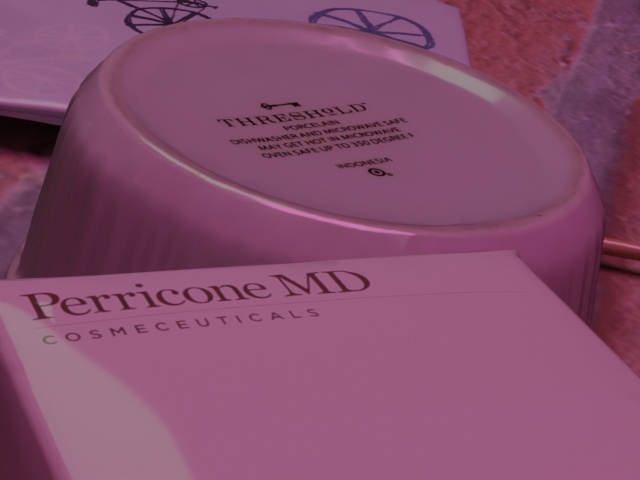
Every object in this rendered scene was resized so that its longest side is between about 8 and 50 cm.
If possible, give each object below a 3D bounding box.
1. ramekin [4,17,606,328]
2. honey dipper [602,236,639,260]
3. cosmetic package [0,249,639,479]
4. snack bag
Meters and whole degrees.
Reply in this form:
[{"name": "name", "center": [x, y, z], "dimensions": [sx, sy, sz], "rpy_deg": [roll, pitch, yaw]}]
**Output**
[{"name": "ramekin", "center": [0.000, 0.000, 0.679], "dimensions": [0.273, 0.127, 0.273], "rpy_deg": [10, 28, -6]}, {"name": "honey dipper", "center": [0.172, 0.007, 0.855], "dimensions": [0.161, 0.030, 0.030], "rpy_deg": [9, 27, 1]}, {"name": "cosmetic package", "center": [0.043, 0.159, 0.369], "dimensions": [0.197, 0.155, 0.365], "rpy_deg": [-4, 33, -28]}, {"name": "snack bag", "center": [-0.068, -0.111, 0.958], "dimensions": [0.343, 0.037, 0.323], "rpy_deg": [8, 26, -3]}]
